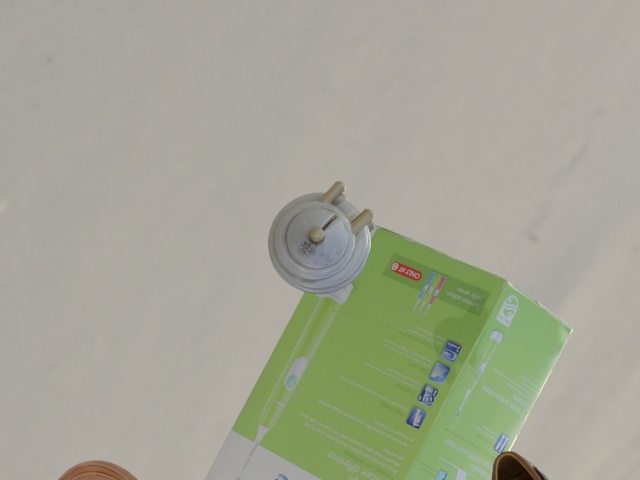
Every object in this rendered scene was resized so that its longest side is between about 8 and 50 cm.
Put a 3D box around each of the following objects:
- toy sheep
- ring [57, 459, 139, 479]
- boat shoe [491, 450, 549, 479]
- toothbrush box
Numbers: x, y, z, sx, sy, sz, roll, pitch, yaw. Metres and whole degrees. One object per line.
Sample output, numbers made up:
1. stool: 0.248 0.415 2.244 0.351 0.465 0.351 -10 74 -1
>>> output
1. toy sheep: 0.000 0.000 1.557 0.091 0.091 0.132 -49 169 -5
2. ring: -0.183 0.374 1.847 0.032 0.337 0.336 -9 144 -35
3. boat shoe: 0.154 0.221 1.399 0.064 0.060 0.178 -23 -147 5
4. toothbrush box: 0.057 0.148 1.715 0.122 0.206 0.283 36 80 -46
